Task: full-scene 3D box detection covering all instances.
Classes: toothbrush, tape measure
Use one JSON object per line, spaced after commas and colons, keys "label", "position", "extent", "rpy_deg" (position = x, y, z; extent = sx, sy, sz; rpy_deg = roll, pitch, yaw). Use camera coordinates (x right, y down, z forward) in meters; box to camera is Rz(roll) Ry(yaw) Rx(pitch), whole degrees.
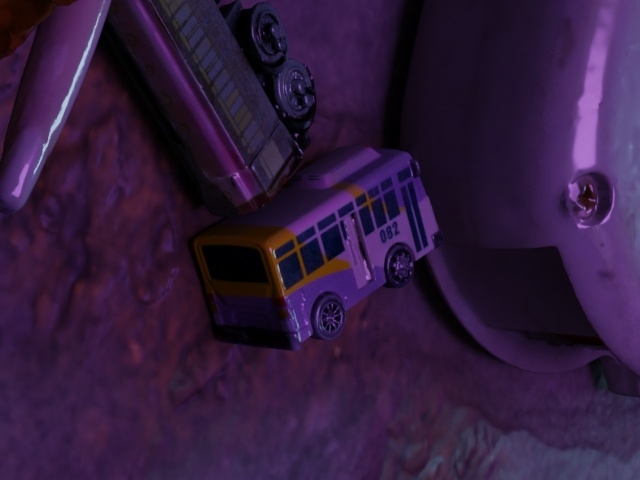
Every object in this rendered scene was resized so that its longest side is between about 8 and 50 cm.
{"label": "toothbrush", "position": [-0.061, -0.137, 0.561], "extent": [0.029, 0.025, 0.307], "rpy_deg": [21, 59, -14]}
{"label": "tape measure", "position": [0.157, -0.049, 0.782], "extent": [0.265, 0.130, 0.258], "rpy_deg": [7, 88, -48]}

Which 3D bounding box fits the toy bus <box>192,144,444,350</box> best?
{"label": "toy bus", "position": [0.000, 0.000, 0.665], "extent": [0.102, 0.052, 0.058], "rpy_deg": [-34, 116, -40]}

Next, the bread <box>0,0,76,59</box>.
{"label": "bread", "position": [-0.141, -0.166, 0.433], "extent": [0.160, 0.147, 0.261], "rpy_deg": [-24, 109, -48]}

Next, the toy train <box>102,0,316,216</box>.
{"label": "toy train", "position": [-0.048, -0.083, 0.617], "extent": [0.071, 0.038, 0.148], "rpy_deg": [-51, 126, -34]}
